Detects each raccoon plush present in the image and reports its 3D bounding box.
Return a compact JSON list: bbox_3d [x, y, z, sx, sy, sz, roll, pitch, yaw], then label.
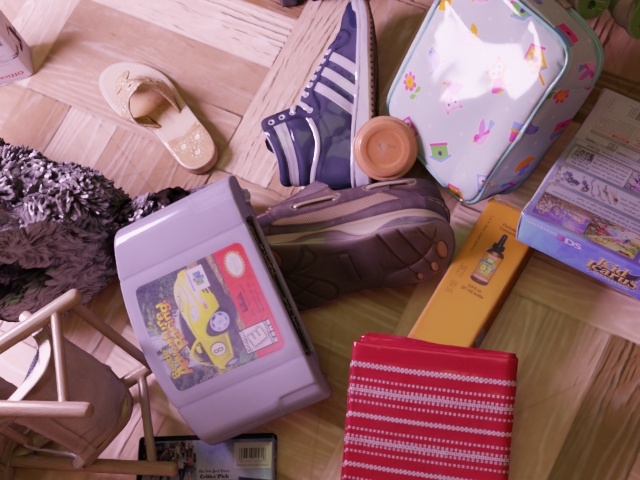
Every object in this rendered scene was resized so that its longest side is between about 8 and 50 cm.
[{"bbox_3d":[-0.346,-0.069,1.606,0.446,0.216,0.299,-6,50,-22],"label":"raccoon plush"}]

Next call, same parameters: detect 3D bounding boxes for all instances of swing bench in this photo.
[{"bbox_3d":[-0.342,0.207,1.405,0.254,0.253,0.165,-17,61,9],"label":"swing bench"}]

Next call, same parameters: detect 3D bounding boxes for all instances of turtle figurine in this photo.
[{"bbox_3d":[0.343,-0.389,1.506,0.274,0.198,0.266,-36,40,4],"label":"turtle figurine"}]

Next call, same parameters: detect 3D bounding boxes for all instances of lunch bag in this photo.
[{"bbox_3d":[0.210,-0.206,1.462,0.107,0.279,0.224,-13,54,-42],"label":"lunch bag"}]

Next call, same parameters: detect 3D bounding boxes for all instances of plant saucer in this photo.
[{"bbox_3d":[0.083,-0.118,1.500,0.083,0.013,0.084,0,97,4],"label":"plant saucer"}]

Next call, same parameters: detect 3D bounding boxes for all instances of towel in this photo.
[{"bbox_3d":[0.124,0.254,1.381,0.198,0.031,0.275,5,92,12],"label":"towel"}]

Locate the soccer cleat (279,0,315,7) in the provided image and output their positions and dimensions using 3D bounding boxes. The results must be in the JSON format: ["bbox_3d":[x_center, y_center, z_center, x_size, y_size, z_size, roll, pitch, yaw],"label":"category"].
[{"bbox_3d":[0.060,-0.428,1.639,0.331,0.116,0.143,-8,87,10],"label":"soccer cleat"}]

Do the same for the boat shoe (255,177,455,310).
[{"bbox_3d":[0.000,0.000,1.512,0.355,0.132,0.130,-7,43,14],"label":"boat shoe"}]

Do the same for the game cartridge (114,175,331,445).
[{"bbox_3d":[-0.131,0.093,1.435,0.196,0.060,0.294,-25,87,19],"label":"game cartridge"}]

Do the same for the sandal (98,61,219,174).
[{"bbox_3d":[-0.235,-0.193,1.640,0.088,0.079,0.240,-43,67,-7],"label":"sandal"}]

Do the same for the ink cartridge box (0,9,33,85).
[{"bbox_3d":[-0.491,-0.283,1.697,0.099,0.135,0.056,-17,64,4],"label":"ink cartridge box"}]

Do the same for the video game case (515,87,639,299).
[{"bbox_3d":[0.412,-0.040,1.418,0.269,0.061,0.244,27,57,18],"label":"video game case"}]

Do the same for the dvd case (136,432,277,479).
[{"bbox_3d":[-0.144,0.365,1.442,0.180,0.022,0.253,-4,69,11],"label":"dvd case"}]

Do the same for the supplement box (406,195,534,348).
[{"bbox_3d":[0.191,0.066,1.458,0.078,0.080,0.233,29,79,17],"label":"supplement box"}]

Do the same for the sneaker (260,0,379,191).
[{"bbox_3d":[0.001,-0.198,1.584,0.153,0.099,0.282,-2,72,9],"label":"sneaker"}]
